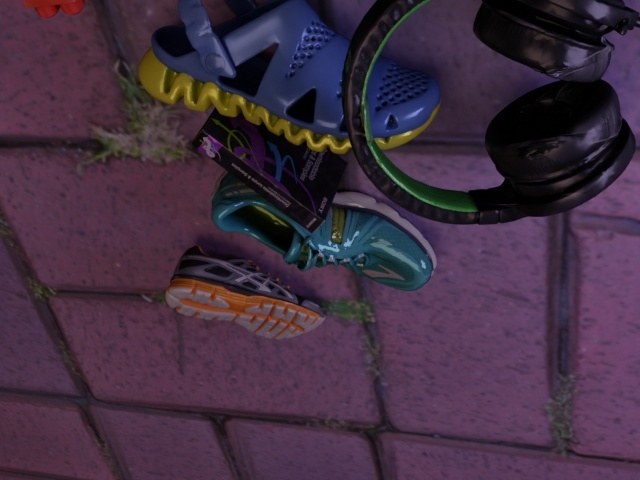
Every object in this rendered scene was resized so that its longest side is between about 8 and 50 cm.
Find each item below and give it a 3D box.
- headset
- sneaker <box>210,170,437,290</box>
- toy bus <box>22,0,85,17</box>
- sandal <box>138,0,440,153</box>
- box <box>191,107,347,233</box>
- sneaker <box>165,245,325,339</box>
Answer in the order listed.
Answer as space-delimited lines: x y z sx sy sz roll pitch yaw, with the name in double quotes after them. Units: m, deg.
0.217 -0.132 0.764 0.394 0.185 0.243 -11 117 0 "headset"
0.000 0.000 1.016 0.275 0.110 0.107 22 132 -1 "sneaker"
-0.265 -0.315 0.832 0.220 0.149 0.211 -5 140 19 "toy bus"
-0.033 -0.182 0.871 0.317 0.126 0.138 14 128 5 "sandal"
-0.050 -0.094 0.950 0.162 0.116 0.029 38 129 -14 "box"
-0.090 0.066 1.127 0.215 0.083 0.084 20 140 -22 "sneaker"
